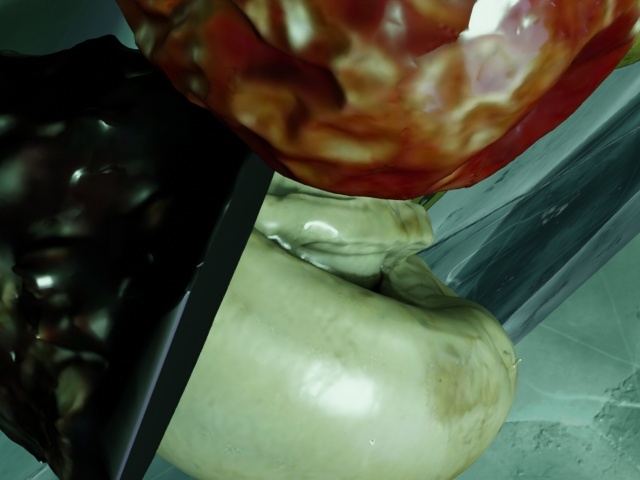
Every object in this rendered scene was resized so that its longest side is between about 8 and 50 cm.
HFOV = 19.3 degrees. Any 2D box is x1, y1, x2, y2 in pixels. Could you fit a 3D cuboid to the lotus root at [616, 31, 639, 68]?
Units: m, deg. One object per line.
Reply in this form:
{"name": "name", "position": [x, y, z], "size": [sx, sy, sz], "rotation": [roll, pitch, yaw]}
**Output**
{"name": "lotus root", "position": [0.184, -0.182, 1.228], "size": [0.154, 0.154, 0.278], "rotation": [-36, 174, -26]}

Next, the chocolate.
{"name": "chocolate", "position": [-0.128, -0.004, 0.826], "size": [0.224, 0.177, 0.206], "rotation": [-61, 174, -67]}

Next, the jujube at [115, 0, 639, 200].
{"name": "jujube", "position": [0.019, -0.139, 0.702], "size": [0.213, 0.232, 0.213], "rotation": [-37, 167, -10]}

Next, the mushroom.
{"name": "mushroom", "position": [0.000, 0.000, 1.079], "size": [0.290, 0.292, 0.292], "rotation": [-62, 164, 8]}

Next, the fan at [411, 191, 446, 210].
{"name": "fan", "position": [0.073, -0.047, 1.640], "size": [0.229, 0.011, 0.335], "rotation": [-34, 165, -31]}
